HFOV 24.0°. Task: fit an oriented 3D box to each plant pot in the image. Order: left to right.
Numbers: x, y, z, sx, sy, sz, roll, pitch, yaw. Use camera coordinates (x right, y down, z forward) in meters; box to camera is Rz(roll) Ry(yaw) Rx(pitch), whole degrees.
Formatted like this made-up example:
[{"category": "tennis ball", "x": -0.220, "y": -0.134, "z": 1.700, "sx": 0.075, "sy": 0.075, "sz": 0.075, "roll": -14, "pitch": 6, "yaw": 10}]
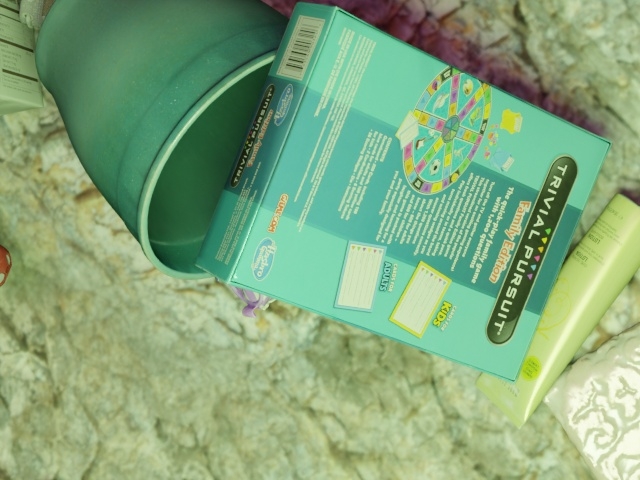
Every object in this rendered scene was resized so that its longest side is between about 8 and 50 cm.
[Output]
[{"category": "plant pot", "x": -0.141, "y": -0.144, "z": 1.488, "sx": 0.255, "sy": 0.271, "sz": 0.272, "roll": 43, "pitch": 98, "yaw": 28}]

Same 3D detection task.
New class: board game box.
[{"category": "board game box", "x": 0.082, "y": -0.037, "z": 1.388, "sx": 0.079, "sy": 0.336, "sz": 0.254, "roll": 24, "pitch": 92, "yaw": 59}]

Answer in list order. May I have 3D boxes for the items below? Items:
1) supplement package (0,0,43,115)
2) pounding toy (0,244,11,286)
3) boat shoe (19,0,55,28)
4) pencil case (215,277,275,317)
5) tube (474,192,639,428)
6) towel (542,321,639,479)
[{"category": "supplement package", "x": -0.462, "y": -0.198, "z": 1.598, "sx": 0.261, "sy": 0.204, "sz": 0.145, "roll": -9, "pitch": 86, "yaw": 15}, {"category": "pounding toy", "x": -0.401, "y": 0.054, "z": 1.605, "sx": 0.110, "sy": 0.183, "sz": 0.237, "roll": 23, "pitch": 94, "yaw": -10}, {"category": "boat shoe", "x": -0.268, "y": -0.359, "z": 1.537, "sx": 0.103, "sy": 0.118, "sz": 0.320, "roll": 5, "pitch": 126, "yaw": 5}, {"category": "pencil case", "x": 0.000, "y": 0.000, "z": 1.474, "sx": 0.206, "sy": 0.086, "sz": 0.088, "roll": -24, "pitch": 97, "yaw": -22}, {"category": "tube", "x": 0.241, "y": 0.066, "z": 1.457, "sx": 0.062, "sy": 0.070, "sz": 0.240, "roll": 37, "pitch": 97, "yaw": 9}, {"category": "towel", "x": 0.424, "y": 0.183, "z": 1.408, "sx": 0.331, "sy": 0.053, "sz": 0.317, "roll": -33, "pitch": 79, "yaw": 11}]
